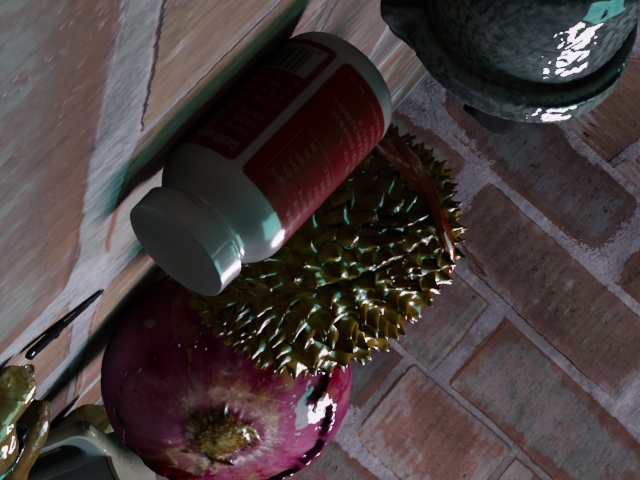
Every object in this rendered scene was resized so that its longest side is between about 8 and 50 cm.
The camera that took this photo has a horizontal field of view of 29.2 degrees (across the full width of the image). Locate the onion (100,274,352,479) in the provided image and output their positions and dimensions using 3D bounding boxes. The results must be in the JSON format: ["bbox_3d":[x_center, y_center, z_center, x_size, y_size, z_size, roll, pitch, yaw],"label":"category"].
[{"bbox_3d":[-0.124,0.185,1.791,0.358,0.358,0.345,-49,-176,41],"label":"onion"}]

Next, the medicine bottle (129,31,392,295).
[{"bbox_3d":[-0.051,-0.072,1.116,0.250,0.131,0.131,-48,179,-26],"label":"medicine bottle"}]

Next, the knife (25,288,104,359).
[{"bbox_3d":[-0.269,0.087,1.308,0.023,0.010,0.170,-49,180,28],"label":"knife"}]

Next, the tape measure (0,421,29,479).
[{"bbox_3d":[-0.393,0.262,1.477,0.091,0.054,0.094,-51,-176,35],"label":"tape measure"}]

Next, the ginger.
[{"bbox_3d":[-0.327,0.194,1.232,0.165,0.067,0.096,-48,158,8],"label":"ginger"}]

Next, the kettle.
[{"bbox_3d":[-0.386,0.359,1.801,0.243,0.210,0.160,-29,-146,15],"label":"kettle"}]

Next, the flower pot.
[{"bbox_3d":[0.222,-0.284,1.401,0.299,0.299,0.283,-48,166,-24],"label":"flower pot"}]

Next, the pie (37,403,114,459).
[{"bbox_3d":[-0.460,0.377,2.113,0.248,0.090,0.201,-47,-171,-30],"label":"pie"}]

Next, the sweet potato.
[{"bbox_3d":[-0.425,0.309,1.651,0.273,0.075,0.075,-54,176,35],"label":"sweet potato"}]

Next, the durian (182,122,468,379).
[{"bbox_3d":[0.002,-0.002,1.501,0.384,0.347,0.347,-10,157,-32],"label":"durian"}]
